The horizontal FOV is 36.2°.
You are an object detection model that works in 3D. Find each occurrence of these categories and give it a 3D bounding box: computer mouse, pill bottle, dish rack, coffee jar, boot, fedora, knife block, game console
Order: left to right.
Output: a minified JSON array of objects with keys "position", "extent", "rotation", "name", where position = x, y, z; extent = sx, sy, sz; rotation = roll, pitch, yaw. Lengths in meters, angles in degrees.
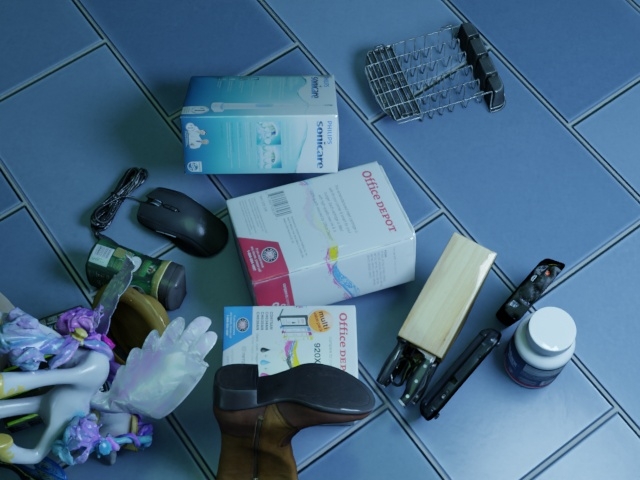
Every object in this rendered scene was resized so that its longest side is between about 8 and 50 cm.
[{"position":[-0.340,0.066,1.831],"extent":[0.184,0.096,0.079],"rotation":[18,55,8],"name":"coffee jar"},{"position":[-0.328,0.157,1.778],"extent":[0.194,0.194,0.079],"rotation":[39,34,16],"name":"fedora"},{"position":[-0.322,-0.032,1.898],"extent":[0.262,0.060,0.184],"rotation":[33,68,15],"name":"computer mouse"},{"position":[-0.048,0.333,1.608],"extent":[0.264,0.280,0.096],"rotation":[0,38,-1],"name":"boot"},{"position":[0.195,0.153,1.721],"extent":[0.088,0.275,0.242],"rotation":[28,38,12],"name":"knife block"},{"position":[0.235,-0.342,2.047],"extent":[0.271,0.074,0.208],"rotation":[-17,65,-6],"name":"dish rack"},{"position":[0.300,0.176,1.743],"extent":[0.044,0.213,0.361],"rotation":[41,89,10],"name":"game console"},{"position":[0.391,0.186,1.733],"extent":[0.108,0.180,0.108],"rotation":[0,64,-1],"name":"pill bottle"}]

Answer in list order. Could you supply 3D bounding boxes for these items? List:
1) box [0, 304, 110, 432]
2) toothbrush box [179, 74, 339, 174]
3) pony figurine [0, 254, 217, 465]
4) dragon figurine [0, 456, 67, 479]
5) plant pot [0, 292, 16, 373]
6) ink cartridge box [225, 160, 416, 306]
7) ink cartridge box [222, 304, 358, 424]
[{"position":[-0.497,0.232,1.781],"extent":[0.191,0.045,0.184],"rotation":[-20,68,-9],"name":"box"},{"position":[-0.113,-0.230,1.908],"extent":[0.295,0.126,0.216],"rotation":[-2,30,-1],"name":"toothbrush box"},{"position":[-0.381,0.215,1.582],"extent":[0.303,0.363,0.351],"rotation":[38,105,42],"name":"pony figurine"},{"position":[-0.461,0.415,1.637],"extent":[0.289,0.144,0.085],"rotation":[31,68,13],"name":"dragon figurine"},{"position":[-0.663,0.190,1.653],"extent":[0.323,0.323,0.280],"rotation":[31,65,14],"name":"plant pot"},{"position":[0.000,0.000,1.819],"extent":[0.306,0.131,0.226],"rotation":[-14,47,-8],"name":"ink cartridge box"},{"position":[-0.050,0.220,1.719],"extent":[0.233,0.168,0.171],"rotation":[-1,63,0],"name":"ink cartridge box"}]
